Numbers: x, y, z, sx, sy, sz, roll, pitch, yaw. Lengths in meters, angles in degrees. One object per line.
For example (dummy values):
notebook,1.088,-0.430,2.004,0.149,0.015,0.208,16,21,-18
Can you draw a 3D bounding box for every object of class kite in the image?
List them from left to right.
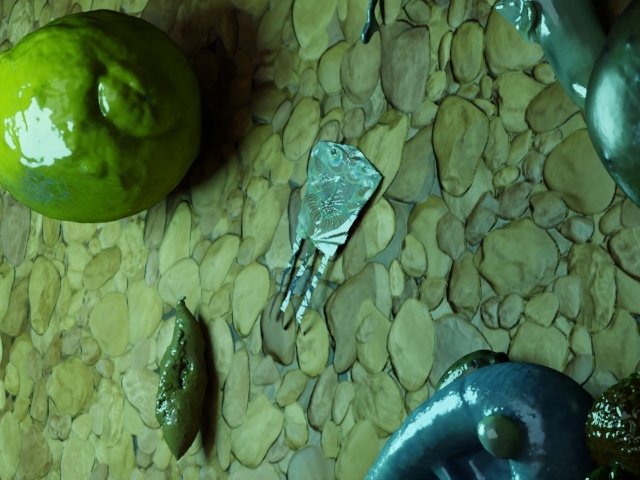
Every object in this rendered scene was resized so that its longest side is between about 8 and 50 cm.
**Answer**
kite,-0.002,-0.001,1.988,0.127,0.016,0.229,27,100,52

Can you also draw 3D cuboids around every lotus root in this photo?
lotus root,0.152,0.139,1.741,0.099,0.054,0.049,-44,71,34

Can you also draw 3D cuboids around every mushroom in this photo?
mushroom,0.241,-0.221,1.708,0.096,0.099,0.278,110,145,-54

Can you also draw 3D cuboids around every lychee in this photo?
lychee,0.287,0.170,1.524,0.146,0.114,0.114,-44,32,-26

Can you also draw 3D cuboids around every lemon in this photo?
lemon,-0.287,-0.153,2.174,0.316,0.285,0.285,-125,55,-74

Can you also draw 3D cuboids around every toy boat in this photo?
toy boat,0.135,0.250,1.650,0.330,0.123,0.215,-47,58,33

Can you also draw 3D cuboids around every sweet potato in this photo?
sweet potato,-0.167,0.163,2.097,0.060,0.068,0.206,-20,57,38

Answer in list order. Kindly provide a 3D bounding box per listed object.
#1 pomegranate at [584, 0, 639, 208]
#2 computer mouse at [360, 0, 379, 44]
pomegranate,0.387,-0.101,1.401,0.323,0.291,0.291,39,112,19
computer mouse,0.104,-0.399,1.919,0.167,0.090,0.379,26,106,55
